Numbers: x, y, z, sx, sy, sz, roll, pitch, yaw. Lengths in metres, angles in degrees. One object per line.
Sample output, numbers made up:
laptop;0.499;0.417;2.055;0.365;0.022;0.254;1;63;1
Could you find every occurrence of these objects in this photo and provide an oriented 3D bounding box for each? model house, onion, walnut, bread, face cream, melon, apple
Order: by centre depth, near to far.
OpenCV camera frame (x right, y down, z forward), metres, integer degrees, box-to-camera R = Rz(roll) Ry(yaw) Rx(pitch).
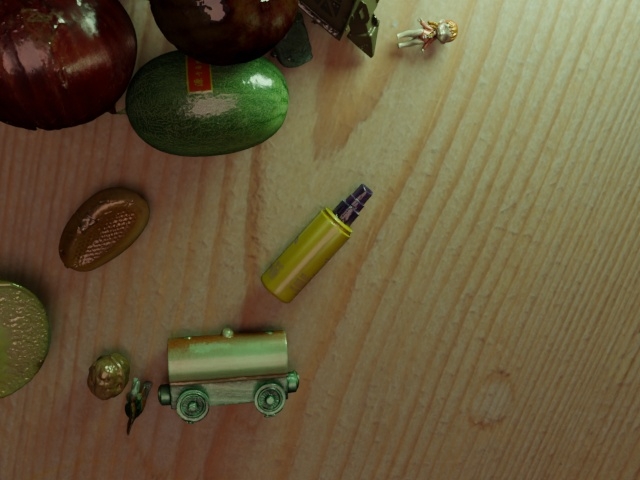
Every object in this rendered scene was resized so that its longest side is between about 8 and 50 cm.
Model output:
onion;-0.416;-0.296;0.921;0.276;0.276;0.276;-3;111;-8
melon;-0.195;-0.228;1.030;0.287;0.182;0.182;-9;111;-8
model house;0.036;-0.406;1.039;0.176;0.181;0.248;9;146;28
model house;-0.061;-0.344;1.082;0.078;0.066;0.083;-26;130;-10
bread;-0.395;-0.024;1.132;0.189;0.077;0.114;-41;131;6
apple;-0.605;0.175;1.152;0.193;0.120;0.265;5;113;-25
face cream;0.000;0.000;1.202;0.078;0.078;0.273;39;100;-20
walnut;-0.420;0.267;1.235;0.082;0.079;0.096;28;118;22

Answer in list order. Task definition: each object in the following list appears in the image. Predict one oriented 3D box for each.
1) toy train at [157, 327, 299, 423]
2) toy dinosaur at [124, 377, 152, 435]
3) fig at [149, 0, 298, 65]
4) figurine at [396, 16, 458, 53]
toy train;-0.186;0.263;1.261;0.285;0.116;0.177;-3;99;-8
toy dinosaur;-0.379;0.348;1.256;0.044;0.106;0.187;19;106;-15
fig;-0.192;-0.383;0.940;0.217;0.320;0.217;-24;125;-40
figurine;0.191;-0.370;1.114;0.109;0.047;0.064;-10;119;4
